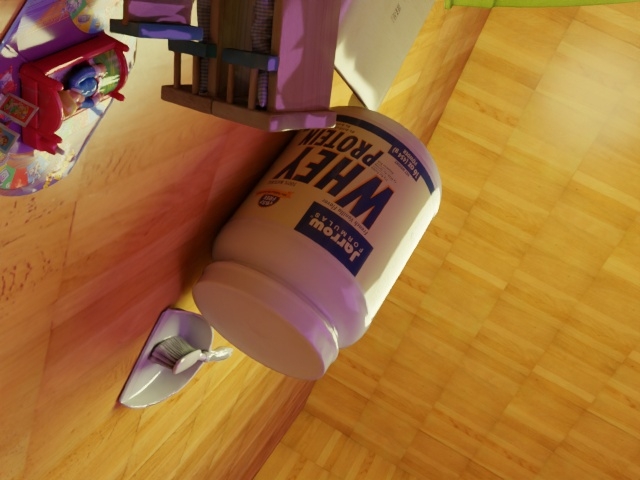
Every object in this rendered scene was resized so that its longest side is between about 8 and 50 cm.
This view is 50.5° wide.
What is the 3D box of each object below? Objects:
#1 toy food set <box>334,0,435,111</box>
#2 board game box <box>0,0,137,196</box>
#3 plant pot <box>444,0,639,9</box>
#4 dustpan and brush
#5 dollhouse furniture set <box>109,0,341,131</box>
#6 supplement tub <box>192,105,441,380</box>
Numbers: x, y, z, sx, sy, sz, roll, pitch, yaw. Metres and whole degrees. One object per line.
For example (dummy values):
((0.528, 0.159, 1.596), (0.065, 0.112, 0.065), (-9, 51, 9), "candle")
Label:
((0.057, -0.305, 0.866), (0.220, 0.092, 0.306), (-62, 161, 3), "toy food set")
((-0.165, -0.097, 0.457), (0.169, 0.033, 0.133), (-60, 169, -5), "board game box")
((0.385, -0.485, 0.942), (0.366, 0.352, 0.367), (13, 90, -81), "plant pot")
((-0.182, 0.162, 0.958), (0.147, 0.060, 0.211), (-62, 169, 6), "dustpan and brush")
((-0.092, -0.144, 0.434), (0.183, 0.129, 0.129), (-14, 118, -45), "dollhouse furniture set")
((0.000, 0.000, 0.926), (0.325, 0.235, 0.235), (-56, 168, -29), "supplement tub")
